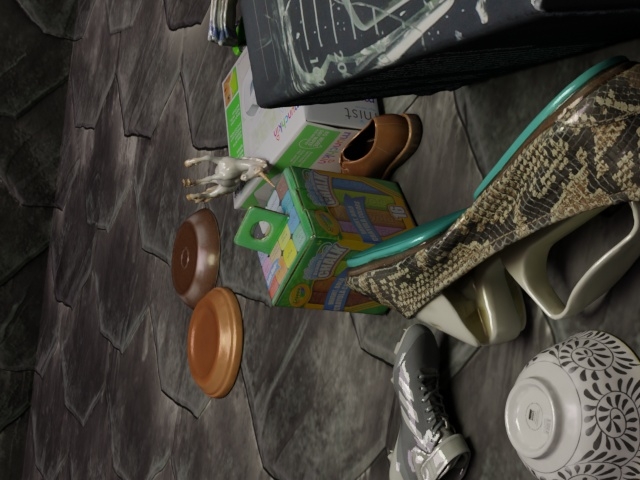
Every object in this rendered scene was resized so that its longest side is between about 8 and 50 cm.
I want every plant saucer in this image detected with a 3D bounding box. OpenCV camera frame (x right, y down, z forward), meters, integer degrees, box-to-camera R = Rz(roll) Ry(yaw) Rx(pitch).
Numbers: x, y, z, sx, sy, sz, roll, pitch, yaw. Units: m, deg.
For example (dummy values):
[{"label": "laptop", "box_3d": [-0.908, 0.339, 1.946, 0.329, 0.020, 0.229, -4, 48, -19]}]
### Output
[{"label": "plant saucer", "box_3d": [-0.193, 0.181, 1.837, 0.200, 0.037, 0.199, -18, 69, 61]}, {"label": "plant saucer", "box_3d": [-0.244, 0.035, 1.964, 0.199, 0.036, 0.198, -17, 71, 61]}]

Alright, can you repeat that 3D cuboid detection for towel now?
[{"label": "towel", "box_3d": [-0.139, -0.451, 1.653, 0.209, 0.034, 0.284, -85, 3, -83]}]

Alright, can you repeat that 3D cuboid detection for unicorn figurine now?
[{"label": "unicorn figurine", "box_3d": [-0.135, -0.091, 1.453, 0.162, 0.111, 0.060, 173, 89, -77]}]

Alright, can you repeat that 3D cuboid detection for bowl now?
[{"label": "bowl", "box_3d": [0.229, 0.170, 0.981, 0.170, 0.080, 0.170, -17, 71, 61]}]

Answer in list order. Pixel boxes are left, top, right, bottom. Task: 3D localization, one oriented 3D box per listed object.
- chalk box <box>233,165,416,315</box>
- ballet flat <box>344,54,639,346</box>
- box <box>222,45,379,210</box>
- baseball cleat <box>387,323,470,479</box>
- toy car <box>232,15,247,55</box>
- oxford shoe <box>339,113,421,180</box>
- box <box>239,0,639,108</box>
[{"label": "chalk box", "box_3d": [0.000, 0.000, 1.307, 0.132, 0.213, 0.132, -61, 36, 38]}, {"label": "ballet flat", "box_3d": [0.189, 0.007, 1.037, 0.182, 0.164, 0.483, 60, 142, 8]}, {"label": "box", "box_3d": [-0.033, -0.194, 1.505, 0.262, 0.127, 0.231, -43, 47, 53]}, {"label": "baseball cleat", "box_3d": [0.133, 0.202, 1.193, 0.109, 0.072, 0.205, 6, 95, 49]}, {"label": "toy car", "box_3d": [-0.089, -0.402, 1.727, 0.225, 0.053, 0.239, -56, 38, 43]}, {"label": "oxford shoe", "box_3d": [0.051, -0.098, 1.379, 0.212, 0.076, 0.076, -58, 39, 44]}, {"label": "box", "box_3d": [0.124, -0.398, 0.953, 0.472, 0.298, 0.479, -5, 96, 60]}]
